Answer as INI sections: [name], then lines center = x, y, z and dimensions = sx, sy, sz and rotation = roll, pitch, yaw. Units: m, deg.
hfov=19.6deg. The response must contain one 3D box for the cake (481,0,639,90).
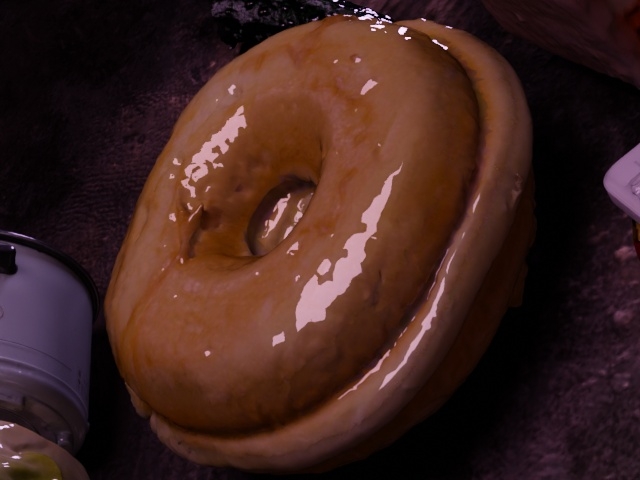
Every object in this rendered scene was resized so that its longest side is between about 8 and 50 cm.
[cake]
center = 0.260, -0.310, 1.579
dimensions = 0.309, 0.237, 0.230
rotation = -50, 38, -2

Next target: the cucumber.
[cucumber]
center = -0.008, -0.219, 1.894
dimensions = 0.072, 0.081, 0.303
rotation = -34, 30, -28

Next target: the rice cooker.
[rice cooker]
center = -0.340, 0.108, 1.817
dimensions = 0.280, 0.241, 0.227
rotation = 108, 164, -52

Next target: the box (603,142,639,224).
[box]
center = 0.361, -0.099, 1.428
dimensions = 0.285, 0.044, 0.142
rotation = -38, 37, -4

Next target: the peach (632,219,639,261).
[peach]
center = 0.272, -0.013, 1.471
dimensions = 0.077, 0.050, 0.083
rotation = -41, 43, -14

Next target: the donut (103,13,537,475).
[donut]
center = 0.000, 0.000, 1.608
dimensions = 0.449, 0.198, 0.449
rotation = -26, 45, 29

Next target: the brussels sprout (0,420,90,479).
[brussels sprout]
center = -0.292, 0.295, 1.600
dimensions = 0.227, 0.259, 0.294
rotation = -21, 47, 40
